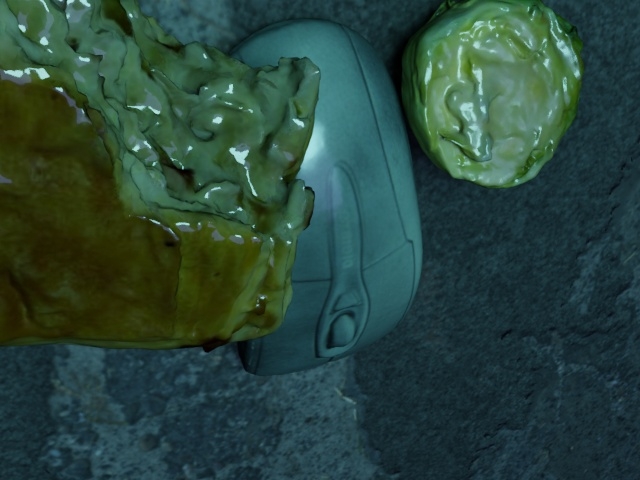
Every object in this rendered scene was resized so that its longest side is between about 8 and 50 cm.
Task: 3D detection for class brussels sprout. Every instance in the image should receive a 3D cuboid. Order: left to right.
[{"bbox_3d":[0.130,-0.124,0.626,0.149,0.122,0.151,33,91,-15],"label":"brussels sprout"}]

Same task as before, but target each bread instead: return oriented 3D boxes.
[{"bbox_3d":[-0.184,-0.085,0.452,0.370,0.191,0.314,-1,126,-15],"label":"bread"}]

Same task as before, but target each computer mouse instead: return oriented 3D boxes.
[{"bbox_3d":[0.000,0.000,0.660,0.188,0.122,0.370,-16,130,-13],"label":"computer mouse"}]
